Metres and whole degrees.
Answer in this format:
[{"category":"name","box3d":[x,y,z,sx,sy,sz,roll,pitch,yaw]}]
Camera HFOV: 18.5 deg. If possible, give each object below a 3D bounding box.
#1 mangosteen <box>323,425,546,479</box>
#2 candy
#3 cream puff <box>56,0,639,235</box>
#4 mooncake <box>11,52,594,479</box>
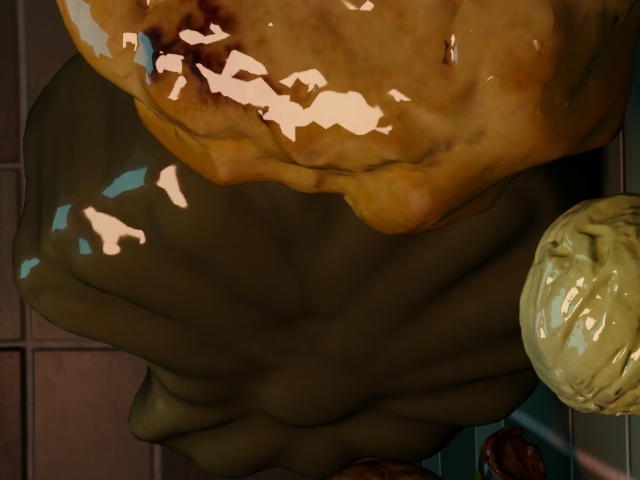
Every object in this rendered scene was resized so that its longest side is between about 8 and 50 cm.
[{"category":"mangosteen","box3d":[0.034,0.280,1.124,0.311,0.311,0.311,179,90,-87]},{"category":"candy","box3d":[0.151,0.013,0.734,0.092,0.093,0.335,46,167,-2]},{"category":"cream puff","box3d":[0.040,-0.163,0.919,0.324,0.291,0.257,69,-164,12]},{"category":"mooncake","box3d":[0.000,0.000,1.167,0.351,0.351,0.187,92,174,-49]}]
